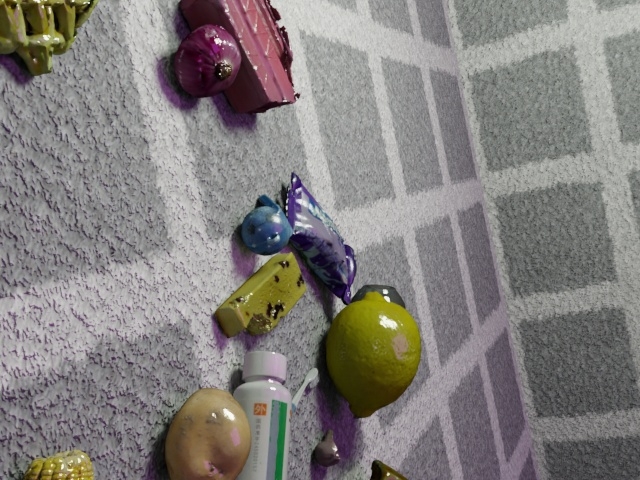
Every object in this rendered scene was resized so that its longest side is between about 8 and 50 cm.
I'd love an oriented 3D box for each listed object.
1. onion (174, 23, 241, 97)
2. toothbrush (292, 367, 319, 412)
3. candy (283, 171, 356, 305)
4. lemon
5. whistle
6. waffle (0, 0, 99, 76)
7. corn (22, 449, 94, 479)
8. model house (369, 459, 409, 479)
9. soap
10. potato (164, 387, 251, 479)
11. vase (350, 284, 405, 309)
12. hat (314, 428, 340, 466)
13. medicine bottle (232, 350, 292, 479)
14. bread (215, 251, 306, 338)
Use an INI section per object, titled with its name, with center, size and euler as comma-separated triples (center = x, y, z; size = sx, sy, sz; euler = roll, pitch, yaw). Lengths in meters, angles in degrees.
[onion]
center = -0.180, -0.279, 1.123
size = 0.104, 0.115, 0.115
euler = 40, 12, 25
[toothbrush]
center = -0.056, 0.296, 1.235
size = 0.275, 0.019, 0.025
euler = -45, 129, -60
[candy]
center = 0.000, 0.000, 1.407
size = 0.275, 0.070, 0.145
euler = 51, 31, -40
[lemon]
center = 0.101, 0.220, 1.398
size = 0.184, 0.184, 0.248
euler = 25, 69, -60
[whistle]
center = -0.096, -0.022, 1.223
size = 0.090, 0.090, 0.158
euler = 68, -11, -23
[waffle]
center = -0.350, -0.361, 0.815
size = 0.297, 0.073, 0.317
euler = 51, 37, -46
[corn]
center = -0.268, 0.304, 0.747
size = 0.085, 0.063, 0.165
euler = 69, 16, -83
[model house]
center = 0.141, 0.548, 1.420
size = 0.268, 0.173, 0.239
euler = 118, -49, -82
[soap]
center = -0.124, -0.332, 1.242
size = 0.250, 0.099, 0.162
euler = 63, 30, -29
[potato]
center = -0.147, 0.267, 0.962
size = 0.112, 0.112, 0.147
euler = 41, 52, -53
[vase]
center = 0.119, 0.188, 1.543
size = 0.120, 0.120, 0.182
euler = -4, 98, -64
[hat]
center = 0.008, 0.382, 1.321
size = 0.087, 0.042, 0.058
euler = -137, -142, -75
[medicine bottle]
center = -0.091, 0.298, 1.075
size = 0.095, 0.095, 0.260
euler = 42, 46, -52
[bread]
center = -0.093, 0.099, 1.198
size = 0.226, 0.049, 0.088
euler = -47, 123, -58
